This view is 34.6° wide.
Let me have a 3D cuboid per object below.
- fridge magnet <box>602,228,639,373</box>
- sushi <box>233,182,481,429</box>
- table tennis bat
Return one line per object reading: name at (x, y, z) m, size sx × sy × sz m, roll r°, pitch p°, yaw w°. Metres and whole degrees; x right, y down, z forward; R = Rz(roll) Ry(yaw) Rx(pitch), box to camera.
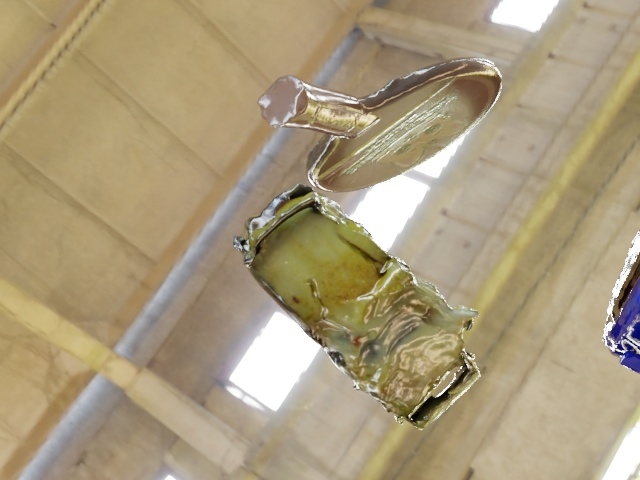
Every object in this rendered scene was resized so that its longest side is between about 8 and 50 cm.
fridge magnet at (0.309, 0.016, 0.816) m, size 0.265 × 0.112 × 0.265 m, roll -58°, pitch -14°, yaw -25°
sushi at (0.053, 0.060, 0.997) m, size 0.139 × 0.131 × 0.291 m, roll -41°, pitch -73°, yaw 5°
table tennis bat at (0.005, -0.099, 0.503) m, size 0.107 × 0.119 × 0.170 m, roll -36°, pitch -18°, yaw 25°
